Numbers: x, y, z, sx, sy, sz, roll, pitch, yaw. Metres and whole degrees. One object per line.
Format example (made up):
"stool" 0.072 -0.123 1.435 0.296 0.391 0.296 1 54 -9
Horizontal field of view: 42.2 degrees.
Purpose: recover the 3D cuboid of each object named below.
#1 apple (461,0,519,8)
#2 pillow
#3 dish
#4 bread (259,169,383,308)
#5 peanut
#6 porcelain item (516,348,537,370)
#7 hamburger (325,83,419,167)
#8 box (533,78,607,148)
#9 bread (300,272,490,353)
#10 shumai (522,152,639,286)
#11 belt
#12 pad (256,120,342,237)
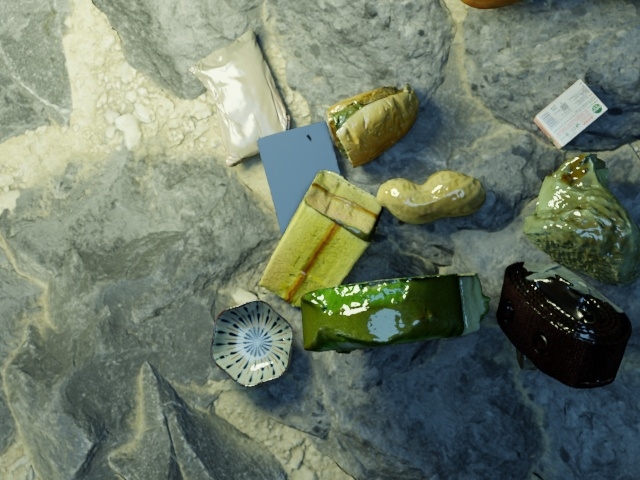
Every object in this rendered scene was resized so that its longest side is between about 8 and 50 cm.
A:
"apple" 0.371 -0.600 1.690 0.241 0.242 0.242 -18 85 -1
"pillow" -0.176 -0.315 1.829 0.173 0.067 0.270 -23 85 0
"dish" -0.142 0.220 1.799 0.190 0.066 0.191 0 88 9
"bread" -0.002 0.003 1.794 0.167 0.163 0.264 31 125 -5
"peanut" 0.234 -0.090 1.754 0.229 0.098 0.103 -8 45 6
"porcelain item" 0.520 0.227 1.722 0.215 0.069 0.081 -3 82 2
"hamburger" 0.124 -0.250 1.753 0.207 0.155 0.135 -22 89 -2
"box" 0.526 -0.266 1.750 0.125 0.043 0.089 -39 83 4
"bread" 0.150 0.142 1.616 0.382 0.366 0.129 -7 84 -10
"shumai" 0.560 -0.043 1.658 0.260 0.225 0.222 33 79 1
"belt" 0.471 0.147 1.625 0.184 0.289 0.164 -12 126 -27
"pad" -0.031 -0.114 1.807 0.159 0.009 0.265 -14 95 1
